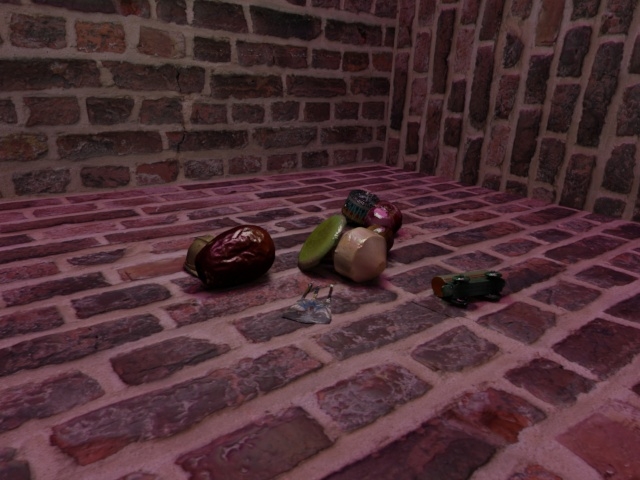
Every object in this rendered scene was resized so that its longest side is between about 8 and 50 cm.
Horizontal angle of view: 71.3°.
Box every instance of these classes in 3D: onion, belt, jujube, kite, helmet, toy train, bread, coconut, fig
[{"bbox_3d":[0.349,-0.110,2.404,0.200,0.201,0.207,15,10,31],"label":"onion"},{"bbox_3d":[0.235,-0.187,2.610,0.206,0.161,0.295,23,21,-1],"label":"belt"},{"bbox_3d":[-0.331,0.065,1.761,0.317,0.223,0.223,-24,31,-35],"label":"jujube"},{"bbox_3d":[-0.014,0.226,1.641,0.169,0.015,0.310,8,23,14],"label":"kite"},{"bbox_3d":[-0.471,0.052,1.886,0.204,0.137,0.257,-13,25,-36],"label":"helmet"},{"bbox_3d":[0.574,0.171,1.744,0.285,0.116,0.177,-6,9,-20],"label":"toy train"},{"bbox_3d":[0.000,0.003,1.927,0.045,0.301,0.301,39,11,-18],"label":"bread"},{"bbox_3d":[0.167,0.061,1.836,0.236,0.237,0.197,20,-9,40],"label":"coconut"},{"bbox_3d":[0.058,0.061,2.031,0.192,0.067,0.119,6,28,13],"label":"bread"},{"bbox_3d":[0.234,0.006,2.109,0.230,0.143,0.160,-14,-7,-22],"label":"fig"}]
